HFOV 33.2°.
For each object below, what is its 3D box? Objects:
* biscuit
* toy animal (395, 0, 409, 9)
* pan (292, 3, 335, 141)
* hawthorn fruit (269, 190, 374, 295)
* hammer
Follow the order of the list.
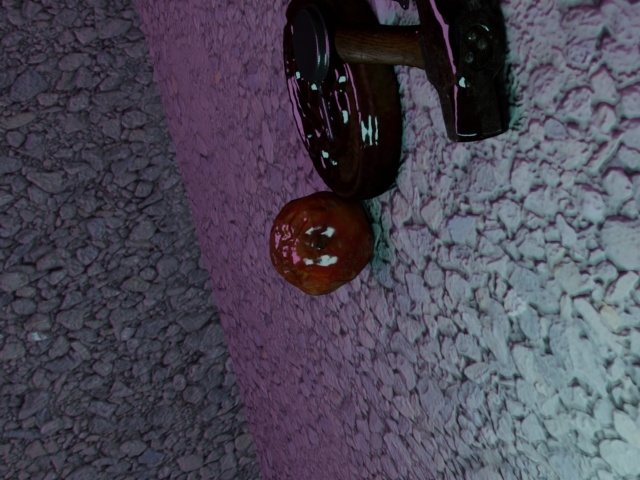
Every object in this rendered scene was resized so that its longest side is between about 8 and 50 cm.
[{"bbox_3d":[0.025,-0.265,1.945,0.407,0.091,0.408,163,90,-72],"label":"biscuit"},{"bbox_3d":[0.052,-0.427,1.649,0.210,0.117,0.121,57,175,30],"label":"toy animal"},{"bbox_3d":[-0.008,-0.283,1.828,0.136,0.028,0.235,-169,68,-70],"label":"pan"},{"bbox_3d":[0.000,0.000,2.024,0.243,0.207,0.208,-10,-97,-88],"label":"hawthorn fruit"},{"bbox_3d":[0.121,-0.280,1.571,0.408,0.095,0.243,21,126,61],"label":"hammer"}]
